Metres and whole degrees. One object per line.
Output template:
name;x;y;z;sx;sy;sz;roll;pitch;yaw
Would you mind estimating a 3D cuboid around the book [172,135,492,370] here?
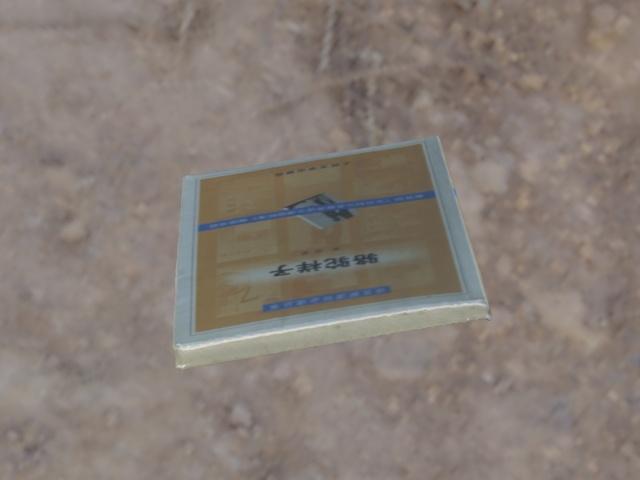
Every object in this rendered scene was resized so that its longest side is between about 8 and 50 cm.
book;0.000;-0.001;1.063;0.170;0.018;0.242;-9;24;1
